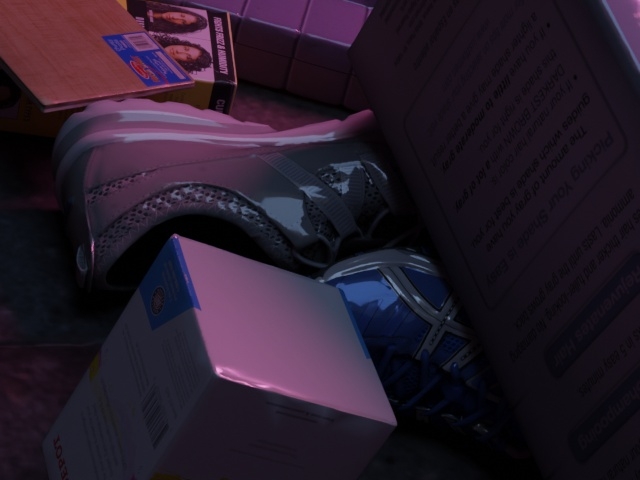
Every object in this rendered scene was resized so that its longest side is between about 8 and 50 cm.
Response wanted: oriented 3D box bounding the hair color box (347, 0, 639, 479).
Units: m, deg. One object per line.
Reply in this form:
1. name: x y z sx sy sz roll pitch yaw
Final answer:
1. hair color box: 0.157 0.004 0.866 0.113 0.185 0.374 -9 63 -28

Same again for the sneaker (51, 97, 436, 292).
1. sneaker: 0.000 0.000 1.007 0.281 0.105 0.115 0 47 -5

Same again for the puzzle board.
1. puzzle board: -0.141 -0.111 1.056 0.096 0.011 0.128 -12 44 -36

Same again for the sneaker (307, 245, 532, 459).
1. sneaker: 0.076 0.059 0.952 0.211 0.080 0.081 5 35 -15

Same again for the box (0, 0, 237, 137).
1. box: -0.167 -0.105 1.099 0.232 0.058 0.087 7 36 -12

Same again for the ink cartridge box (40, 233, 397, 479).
1. ink cartridge box: -0.051 0.089 0.822 0.090 0.143 0.092 17 31 -30

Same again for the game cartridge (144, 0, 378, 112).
1. game cartridge: -0.024 -0.217 1.313 0.230 0.068 0.355 12 35 1
